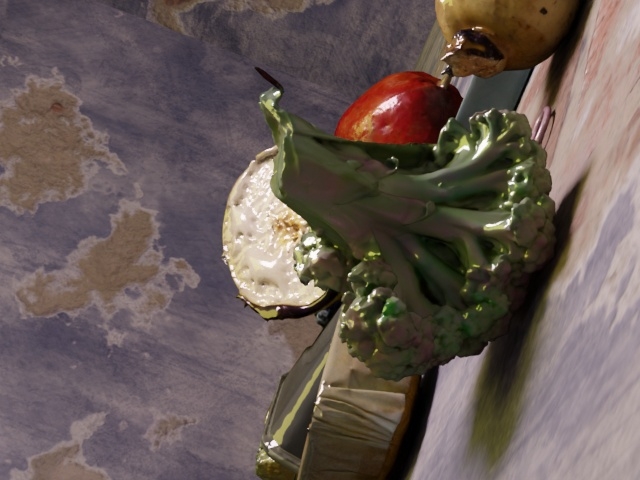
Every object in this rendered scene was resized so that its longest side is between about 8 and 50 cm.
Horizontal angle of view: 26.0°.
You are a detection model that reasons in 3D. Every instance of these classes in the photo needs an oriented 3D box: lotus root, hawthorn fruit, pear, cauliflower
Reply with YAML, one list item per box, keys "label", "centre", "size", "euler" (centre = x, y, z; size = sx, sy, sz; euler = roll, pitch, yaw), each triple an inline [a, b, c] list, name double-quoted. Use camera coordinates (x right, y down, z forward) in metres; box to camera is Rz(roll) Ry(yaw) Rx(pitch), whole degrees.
- label: "lotus root"
  centre: [0.203, -0.268, 1.429]
  size: [0.154, 0.140, 0.256]
  euler: [0, 64, 53]
- label: "hawthorn fruit"
  centre: [0.132, -0.159, 1.979]
  size: [0.251, 0.189, 0.189]
  euler: [-47, 15, 35]
- label: "pear"
  centre: [0.000, -0.003, 2.007]
  size: [0.178, 0.267, 0.267]
  euler: [18, -87, -50]
- label: "cauliflower"
  centre: [0.047, -0.020, 1.139]
  size: [0.239, 0.315, 0.256]
  euler: [-59, 21, -9]

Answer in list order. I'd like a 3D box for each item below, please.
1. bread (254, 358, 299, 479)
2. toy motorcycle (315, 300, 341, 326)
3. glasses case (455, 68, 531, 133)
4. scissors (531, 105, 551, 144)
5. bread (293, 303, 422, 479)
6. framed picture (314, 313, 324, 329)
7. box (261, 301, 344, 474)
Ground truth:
- label: "bread"
  centre: [-0.032, 0.307, 2.346]
  size: [0.257, 0.124, 0.186]
  euler: [-69, 0, -49]
- label: "toy motorcycle"
  centre: [0.085, -0.057, 2.223]
  size: [0.237, 0.169, 0.410]
  euler: [126, 165, -79]
- label: "glasses case"
  centre: [0.214, -0.173, 1.642]
  size: [0.105, 0.056, 0.266]
  euler: [-18, -47, -61]
- label: "scissors"
  centre: [0.186, -0.051, 1.313]
  size: [0.085, 0.022, 0.176]
  euler: [117, 177, -50]
- label: "bread"
  centre: [0.047, 0.185, 1.496]
  size: [0.210, 0.110, 0.192]
  euler: [-71, -4, -52]
- label: "framed picture"
  centre: [0.028, 0.054, 2.371]
  size: [0.296, 0.019, 0.232]
  euler: [61, -143, -42]
- label: "box"
  centre: [0.028, 0.196, 1.866]
  size: [0.178, 0.138, 0.274]
  euler: [-60, 4, 16]
